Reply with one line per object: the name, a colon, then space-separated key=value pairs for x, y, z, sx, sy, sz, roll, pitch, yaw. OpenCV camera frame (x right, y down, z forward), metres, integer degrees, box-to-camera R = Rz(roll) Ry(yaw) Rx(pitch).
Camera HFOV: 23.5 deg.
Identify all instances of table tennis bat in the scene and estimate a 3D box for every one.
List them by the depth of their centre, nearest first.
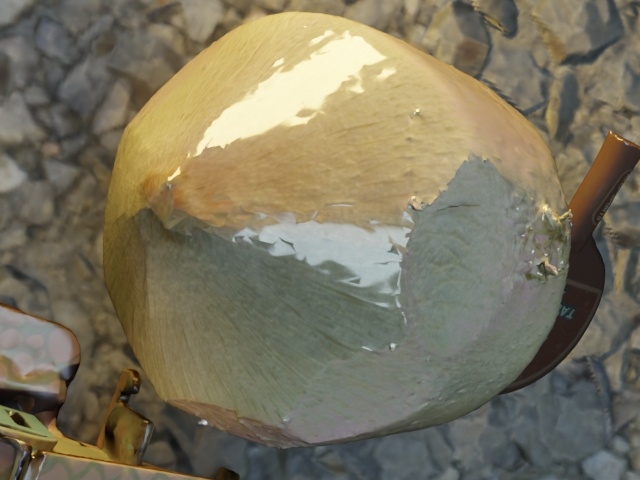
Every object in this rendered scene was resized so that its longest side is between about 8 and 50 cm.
table tennis bat: x=0.103 y=-0.009 z=0.893 sx=0.107 sy=0.119 sz=0.170 roll=16 pitch=111 yaw=-41

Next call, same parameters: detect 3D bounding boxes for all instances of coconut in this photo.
coconut: x=0.000 y=0.000 z=0.739 sx=0.224 sy=0.234 sz=0.224 roll=-2 pitch=84 yaw=23

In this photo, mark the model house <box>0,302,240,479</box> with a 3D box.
model house: x=-0.169 y=0.118 z=0.695 sx=0.326 sy=0.244 sz=0.169 roll=20 pitch=88 yaw=-15
